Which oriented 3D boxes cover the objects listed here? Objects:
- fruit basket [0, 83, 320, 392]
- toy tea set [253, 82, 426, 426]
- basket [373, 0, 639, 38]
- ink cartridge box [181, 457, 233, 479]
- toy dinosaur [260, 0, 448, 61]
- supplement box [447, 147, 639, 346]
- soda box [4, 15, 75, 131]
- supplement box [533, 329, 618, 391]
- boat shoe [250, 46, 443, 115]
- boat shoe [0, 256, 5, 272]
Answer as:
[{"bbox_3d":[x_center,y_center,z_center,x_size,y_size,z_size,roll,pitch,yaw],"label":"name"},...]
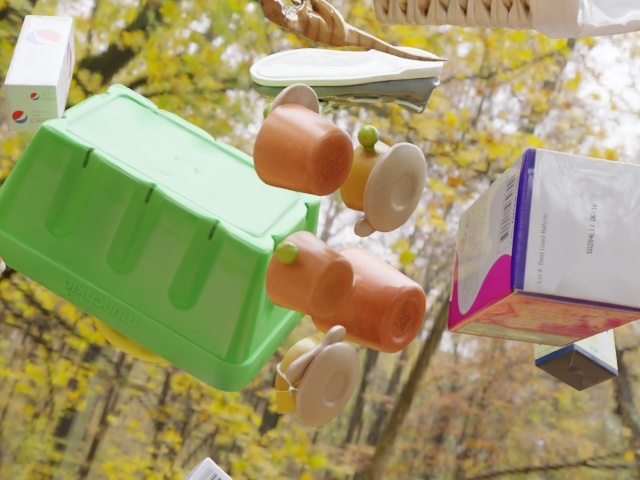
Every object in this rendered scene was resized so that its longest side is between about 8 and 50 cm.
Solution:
[{"bbox_3d":[-0.204,0.043,1.349,0.392,0.283,0.392,10,-63,19],"label":"fruit basket"},{"bbox_3d":[0.000,0.000,1.050,0.124,0.200,0.336,24,-50,36],"label":"toy tea set"},{"bbox_3d":[0.231,-0.355,0.996,0.328,0.331,0.266,-15,16,-33],"label":"basket"},{"bbox_3d":[-0.141,0.373,1.197,0.175,0.069,0.371,42,-44,0],"label":"ink cartridge box"},{"bbox_3d":[0.009,-0.206,1.086,0.211,0.112,0.064,7,-50,-40],"label":"toy dinosaur"},{"bbox_3d":[0.183,0.015,0.910,0.113,0.111,0.220,9,-12,-6],"label":"supplement box"},{"bbox_3d":[-0.381,-0.231,1.531,0.069,0.216,0.074,0,-55,-7],"label":"soda box"},{"bbox_3d":[0.290,0.113,1.280,0.083,0.083,0.056,31,-44,-32],"label":"supplement box"},{"bbox_3d":[0.040,-0.225,1.675,0.319,0.099,0.116,-9,35,-29],"label":"boat shoe"},{"bbox_3d":[-0.365,0.039,1.049,0.137,0.049,0.043,-26,-50,-3],"label":"boat shoe"}]
